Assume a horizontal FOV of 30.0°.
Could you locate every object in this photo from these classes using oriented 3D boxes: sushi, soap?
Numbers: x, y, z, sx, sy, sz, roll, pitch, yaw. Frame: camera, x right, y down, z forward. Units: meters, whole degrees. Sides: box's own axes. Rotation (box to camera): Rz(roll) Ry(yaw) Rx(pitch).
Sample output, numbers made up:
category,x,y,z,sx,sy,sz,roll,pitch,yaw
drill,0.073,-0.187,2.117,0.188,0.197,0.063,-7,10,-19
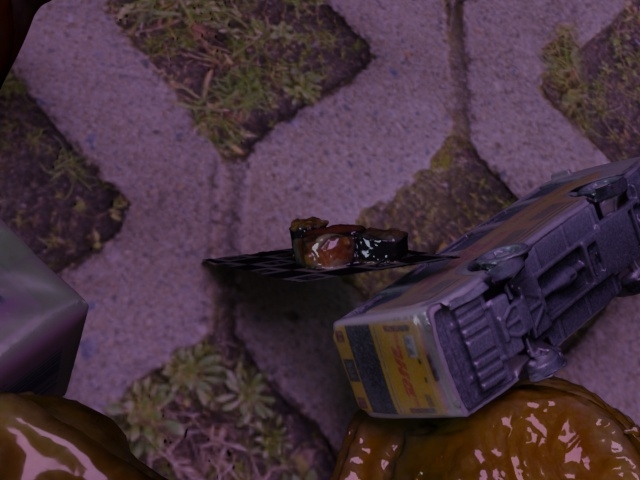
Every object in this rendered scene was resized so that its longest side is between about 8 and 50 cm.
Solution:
category,x,y,z,sx,sy,sz,roll,pitch,yaw
sushi,0.000,0.000,0.937,0.139,0.201,0.031,-8,97,-25
soap,-0.294,0.069,0.820,0.182,0.138,0.199,43,55,13

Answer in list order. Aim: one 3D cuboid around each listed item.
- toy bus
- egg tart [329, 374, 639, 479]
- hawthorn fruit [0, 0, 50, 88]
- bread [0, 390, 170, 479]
category,x,y,z,sx,sy,sz,roll,pitch,yaw
toy bus,0.161,0.032,0.949,0.342,0.138,0.097,-31,103,-45
egg tart,0.159,0.213,0.867,0.319,0.128,0.319,7,57,-12
hawthorn fruit,-0.376,-0.171,0.869,0.308,0.308,0.325,36,56,9
bread,-0.133,0.223,0.727,0.252,0.238,0.196,28,87,-5
